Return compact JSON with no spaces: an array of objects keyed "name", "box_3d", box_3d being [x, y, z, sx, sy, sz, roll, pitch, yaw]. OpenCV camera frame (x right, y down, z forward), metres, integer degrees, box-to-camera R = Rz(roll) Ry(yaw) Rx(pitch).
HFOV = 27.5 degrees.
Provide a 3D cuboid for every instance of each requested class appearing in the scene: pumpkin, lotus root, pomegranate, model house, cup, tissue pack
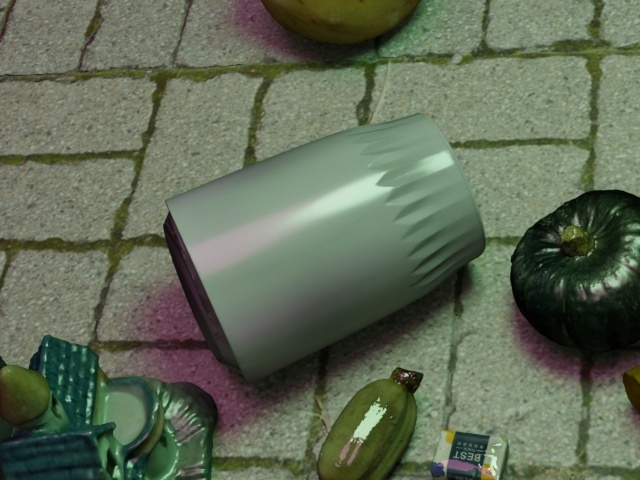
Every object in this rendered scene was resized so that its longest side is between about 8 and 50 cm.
[{"name":"pumpkin","box_3d":[0.333,0.034,1.593,0.211,0.152,0.211,-10,47,11]},{"name":"lotus root","box_3d":[0.061,0.227,1.565,0.077,0.090,0.183,16,62,39]},{"name":"pomegranate","box_3d":[0.034,-0.443,1.967,0.307,0.307,0.307,-8,53,10]},{"name":"model house","box_3d":[-0.260,0.227,1.506,0.194,0.325,0.267,-9,53,11]},{"name":"cup","box_3d":[0.000,0.000,1.648,0.371,0.253,0.253,-24,52,-5]},{"name":"tissue pack","box_3d":[0.177,0.258,1.539,0.083,0.042,0.062,7,54,20]}]

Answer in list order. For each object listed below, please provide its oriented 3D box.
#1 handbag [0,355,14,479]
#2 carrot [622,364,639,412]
[{"name":"handbag","box_3d":[-0.460,0.227,1.655,0.088,0.175,0.270,-4,55,11]},{"name":"carrot","box_3d":[0.505,0.138,1.494,0.302,0.114,0.114,-24,52,1]}]
